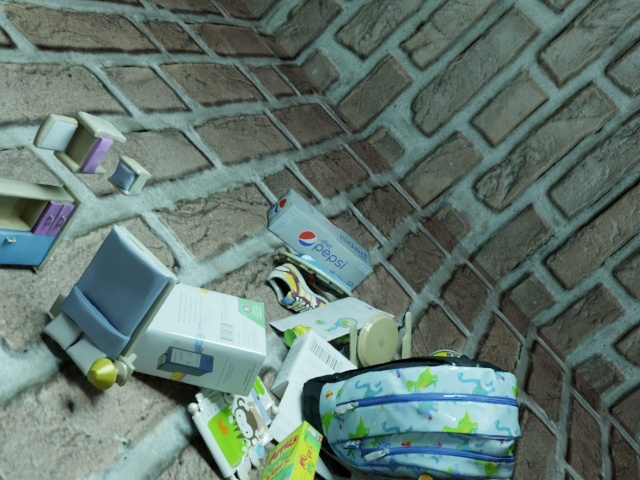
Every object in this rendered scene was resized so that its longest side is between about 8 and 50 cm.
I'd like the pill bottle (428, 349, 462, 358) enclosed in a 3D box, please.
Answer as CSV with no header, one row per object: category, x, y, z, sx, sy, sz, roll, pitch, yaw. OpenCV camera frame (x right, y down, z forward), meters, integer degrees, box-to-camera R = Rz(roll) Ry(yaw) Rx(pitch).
pill bottle,0.300,0.357,2.219,0.117,0.117,0.215,44,19,-9

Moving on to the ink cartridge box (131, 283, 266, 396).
ink cartridge box,-0.202,0.150,1.490,0.213,0.093,0.154,16,27,-14

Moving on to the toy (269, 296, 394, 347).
toy,0.024,0.184,1.940,0.237,0.056,0.137,-11,24,-41

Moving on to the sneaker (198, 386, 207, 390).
sneaker,-0.182,0.221,1.577,0.067,0.042,0.118,31,27,-47

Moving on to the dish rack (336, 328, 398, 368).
dish rack,0.106,0.287,2.022,0.208,0.074,0.271,47,17,-2

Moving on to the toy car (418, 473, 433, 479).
toy car,0.117,0.444,1.471,0.219,0.238,0.210,14,37,-58

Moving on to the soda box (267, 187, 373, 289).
soda box,0.000,0.000,2.327,0.286,0.091,0.098,39,20,-23

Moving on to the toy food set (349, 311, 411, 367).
toy food set,0.112,0.213,1.915,0.192,0.132,0.039,-6,12,-44

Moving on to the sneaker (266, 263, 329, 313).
sneaker,-0.045,0.136,2.019,0.185,0.069,0.084,46,30,9

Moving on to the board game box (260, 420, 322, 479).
board game box,-0.053,0.374,1.473,0.043,0.092,0.181,43,19,-9

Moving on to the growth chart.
growth chart,-0.136,0.285,1.512,0.172,0.021,0.237,57,24,-9

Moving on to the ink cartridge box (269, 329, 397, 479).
ink cartridge box,0.033,0.354,1.738,0.296,0.066,0.261,42,42,-15

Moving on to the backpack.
backpack,0.181,0.306,1.589,0.290,0.356,0.273,21,50,-35

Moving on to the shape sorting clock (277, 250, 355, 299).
shape sorting clock,-0.012,0.084,2.109,0.206,0.040,0.206,35,-10,7

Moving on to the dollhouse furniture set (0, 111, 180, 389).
dollhouse furniture set,-0.338,0.017,1.277,0.303,0.286,0.198,42,16,22
